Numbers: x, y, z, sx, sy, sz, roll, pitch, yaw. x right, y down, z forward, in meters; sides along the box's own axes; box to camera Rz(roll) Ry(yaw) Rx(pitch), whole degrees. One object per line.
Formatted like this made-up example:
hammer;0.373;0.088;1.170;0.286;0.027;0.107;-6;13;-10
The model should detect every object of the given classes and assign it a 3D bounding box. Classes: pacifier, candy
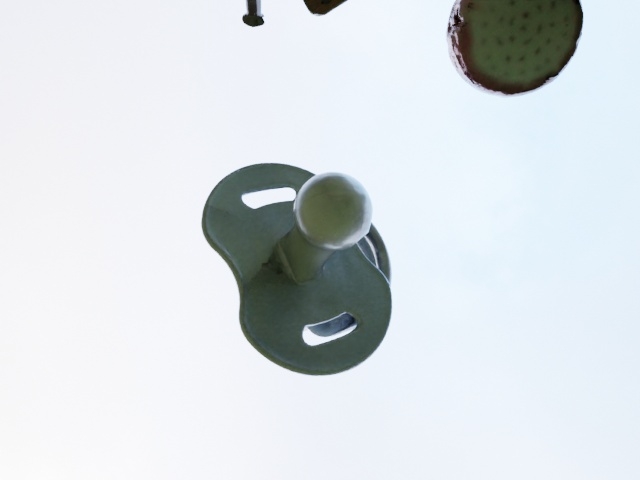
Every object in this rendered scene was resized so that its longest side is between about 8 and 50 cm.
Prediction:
pacifier;0.000;0.000;0.644;0.243;0.233;0.300;-17;-110;-26
candy;0.151;-0.164;0.417;0.103;0.043;0.103;0;-70;-1

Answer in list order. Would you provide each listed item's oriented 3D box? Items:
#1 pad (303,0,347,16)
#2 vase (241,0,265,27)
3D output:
pad;0.052;-0.666;1.197;0.286;0.018;0.284;-29;-112;8
vase;-0.148;-0.559;1.172;0.120;0.183;0.120;1;-125;-2
